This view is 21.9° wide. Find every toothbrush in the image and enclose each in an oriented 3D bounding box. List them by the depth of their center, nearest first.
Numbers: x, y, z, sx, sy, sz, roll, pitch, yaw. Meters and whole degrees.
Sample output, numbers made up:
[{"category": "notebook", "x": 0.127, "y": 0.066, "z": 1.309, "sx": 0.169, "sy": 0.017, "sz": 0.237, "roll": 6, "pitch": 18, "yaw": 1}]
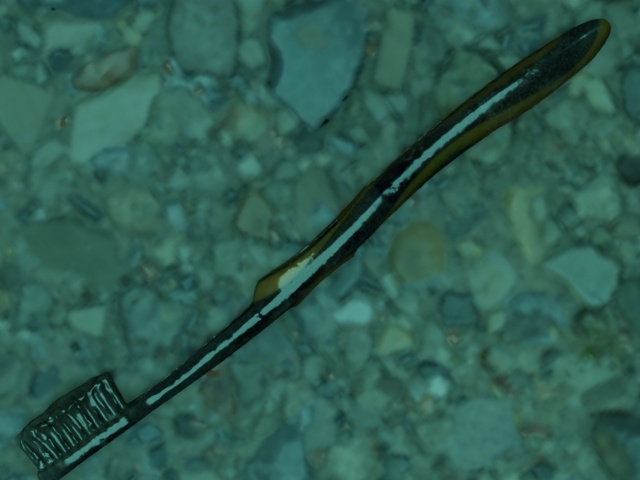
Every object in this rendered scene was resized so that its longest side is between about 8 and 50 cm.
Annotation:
[{"category": "toothbrush", "x": 0.002, "y": 0.002, "z": 0.727, "sx": 0.321, "sy": 0.023, "sz": 0.031, "roll": -36, "pitch": 102, "yaw": -3}]
